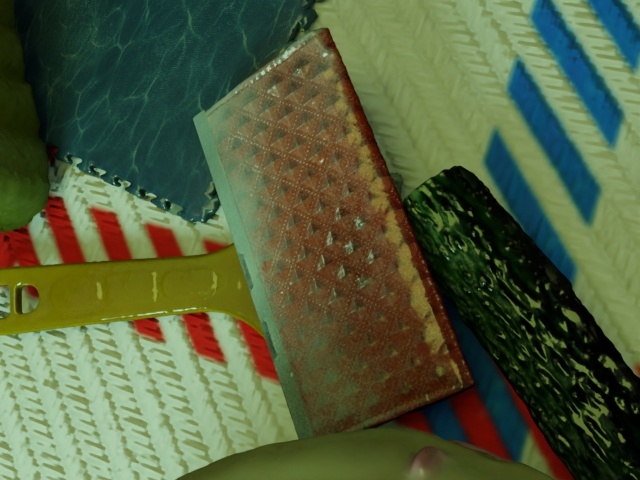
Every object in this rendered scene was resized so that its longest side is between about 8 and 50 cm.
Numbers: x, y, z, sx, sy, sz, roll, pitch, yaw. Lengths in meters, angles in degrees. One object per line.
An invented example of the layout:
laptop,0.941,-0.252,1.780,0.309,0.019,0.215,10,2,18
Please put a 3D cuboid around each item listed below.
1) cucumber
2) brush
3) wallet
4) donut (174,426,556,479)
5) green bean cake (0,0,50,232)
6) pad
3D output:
cucumber,0.106,0.047,0.478,0.058,0.058,0.187,-38,63,9
brush,-0.082,0.026,0.576,0.272,0.013,0.103,-6,79,19
wallet,0.000,0.000,0.519,0.103,0.020,0.196,-31,71,34
donut,-0.002,0.258,0.402,0.307,0.150,0.371,8,81,31
green bean cake,-0.306,-0.092,0.634,0.236,0.124,0.233,-22,74,21
pad,-0.115,-0.173,0.649,0.269,0.012,0.269,23,86,25
